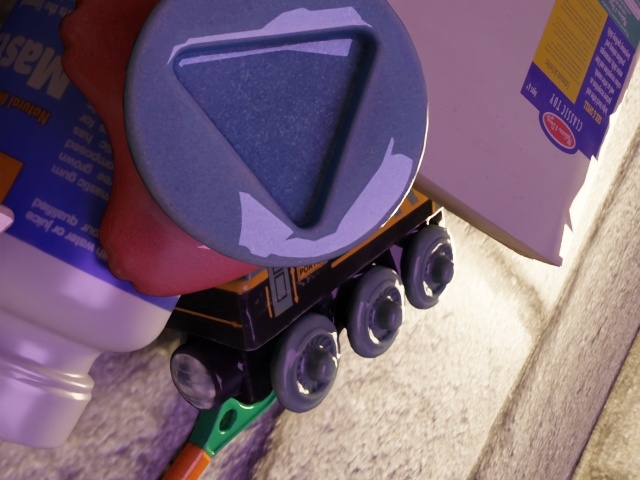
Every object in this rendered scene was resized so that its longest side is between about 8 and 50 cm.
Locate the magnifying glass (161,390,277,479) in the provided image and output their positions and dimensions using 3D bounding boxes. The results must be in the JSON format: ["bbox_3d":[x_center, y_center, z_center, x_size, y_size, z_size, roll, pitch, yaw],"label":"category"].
[{"bbox_3d":[-0.093,0.165,0.811,0.231,0.026,0.092,-56,147,-22],"label":"magnifying glass"}]

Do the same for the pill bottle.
[{"bbox_3d":[-0.130,-0.033,0.503,0.272,0.152,0.152,-63,149,-7],"label":"pill bottle"}]

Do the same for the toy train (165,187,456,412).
[{"bbox_3d":[0.000,0.000,0.748,0.334,0.142,0.190,-33,125,-43],"label":"toy train"}]

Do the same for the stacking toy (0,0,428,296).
[{"bbox_3d":[-0.103,-0.108,0.358,0.279,0.130,0.309,-23,101,-19],"label":"stacking toy"}]

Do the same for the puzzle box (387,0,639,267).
[{"bbox_3d":[0.132,-0.163,0.733,0.409,0.052,0.272,28,82,-46],"label":"puzzle box"}]
